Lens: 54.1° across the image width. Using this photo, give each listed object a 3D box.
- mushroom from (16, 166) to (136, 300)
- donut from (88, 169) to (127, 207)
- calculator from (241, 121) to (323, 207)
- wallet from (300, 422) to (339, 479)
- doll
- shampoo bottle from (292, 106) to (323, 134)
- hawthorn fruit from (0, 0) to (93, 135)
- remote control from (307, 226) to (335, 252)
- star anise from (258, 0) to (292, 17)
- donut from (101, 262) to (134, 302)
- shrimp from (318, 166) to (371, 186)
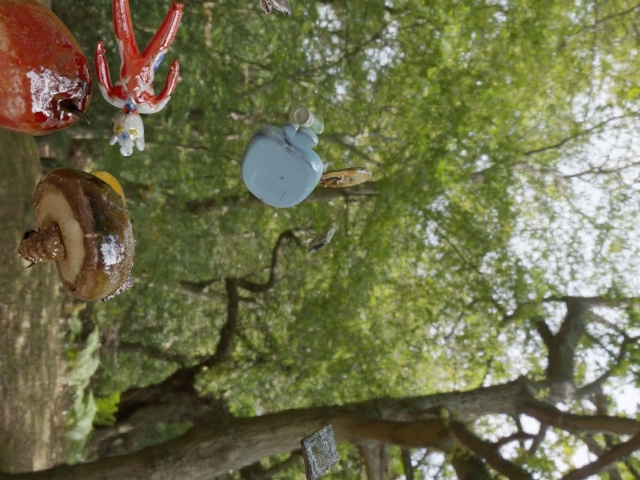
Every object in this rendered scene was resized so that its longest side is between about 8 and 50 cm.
[{"bbox_3d":[-0.522,-0.013,1.367,0.278,0.163,0.296,-15,-87,27],"label":"mushroom"},{"bbox_3d":[-0.658,-0.115,1.855,0.066,0.162,0.178,-13,-96,40],"label":"donut"},{"bbox_3d":[-0.093,-0.175,1.476,0.042,0.188,0.302,-58,-176,-32],"label":"calculator"},{"bbox_3d":[0.001,0.638,1.902,0.244,0.025,0.124,13,63,-69],"label":"wallet"},{"bbox_3d":[-0.427,-0.377,1.449,0.099,0.189,0.383,-95,-162,-62],"label":"doll"},{"bbox_3d":[-0.032,-0.388,2.052,0.204,0.065,0.065,7,79,-73],"label":"shampoo bottle"},{"bbox_3d":[-0.634,-0.361,1.376,0.369,0.285,0.284,41,-37,14],"label":"hawthorn fruit"},{"bbox_3d":[0.000,0.000,2.209,0.065,0.029,0.166,-62,-168,-25],"label":"remote control"},{"bbox_3d":[-0.177,-0.748,1.837,0.208,0.172,0.063,62,47,-63],"label":"star anise"},{"bbox_3d":[-0.586,0.078,1.727,0.144,0.126,0.186,44,-37,47],"label":"donut"},{"bbox_3d":[0.054,-0.190,1.799,0.188,0.132,0.051,-8,-107,35],"label":"shrimp"}]
